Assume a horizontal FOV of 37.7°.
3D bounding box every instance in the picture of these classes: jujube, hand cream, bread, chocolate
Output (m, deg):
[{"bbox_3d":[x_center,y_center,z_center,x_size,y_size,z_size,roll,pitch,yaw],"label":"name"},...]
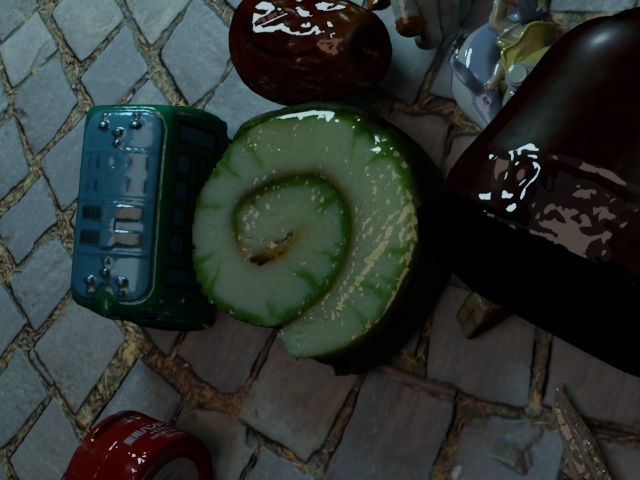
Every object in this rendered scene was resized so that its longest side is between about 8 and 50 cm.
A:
[{"bbox_3d":[-0.015,-0.276,1.311,0.255,0.190,0.190,18,90,50],"label":"jujube"},{"bbox_3d":[-0.256,0.348,1.333,0.125,0.193,0.193,15,88,30],"label":"hand cream"},{"bbox_3d":[0.000,0.000,1.286,0.366,0.129,0.381,-20,71,25],"label":"bread"},{"bbox_3d":[0.213,0.081,1.180,0.109,0.062,0.043,-34,63,17],"label":"bread"},{"bbox_3d":[0.332,-0.069,0.996,0.384,0.383,0.331,23,76,33],"label":"chocolate"}]

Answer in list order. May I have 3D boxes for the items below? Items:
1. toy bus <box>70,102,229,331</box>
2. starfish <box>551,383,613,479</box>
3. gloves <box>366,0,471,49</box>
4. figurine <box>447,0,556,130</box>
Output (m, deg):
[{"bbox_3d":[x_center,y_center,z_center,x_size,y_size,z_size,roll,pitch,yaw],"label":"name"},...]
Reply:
[{"bbox_3d":[-0.256,-0.038,1.391,0.184,0.199,0.343,1,85,21],"label":"toy bus"},{"bbox_3d":[0.300,0.393,1.025,0.384,0.132,0.398,42,116,39],"label":"starfish"},{"bbox_3d":[0.146,-0.371,1.265,0.140,0.131,0.218,16,56,5],"label":"gloves"},{"bbox_3d":[0.249,-0.221,1.186,0.184,0.128,0.208,16,84,31],"label":"figurine"}]
